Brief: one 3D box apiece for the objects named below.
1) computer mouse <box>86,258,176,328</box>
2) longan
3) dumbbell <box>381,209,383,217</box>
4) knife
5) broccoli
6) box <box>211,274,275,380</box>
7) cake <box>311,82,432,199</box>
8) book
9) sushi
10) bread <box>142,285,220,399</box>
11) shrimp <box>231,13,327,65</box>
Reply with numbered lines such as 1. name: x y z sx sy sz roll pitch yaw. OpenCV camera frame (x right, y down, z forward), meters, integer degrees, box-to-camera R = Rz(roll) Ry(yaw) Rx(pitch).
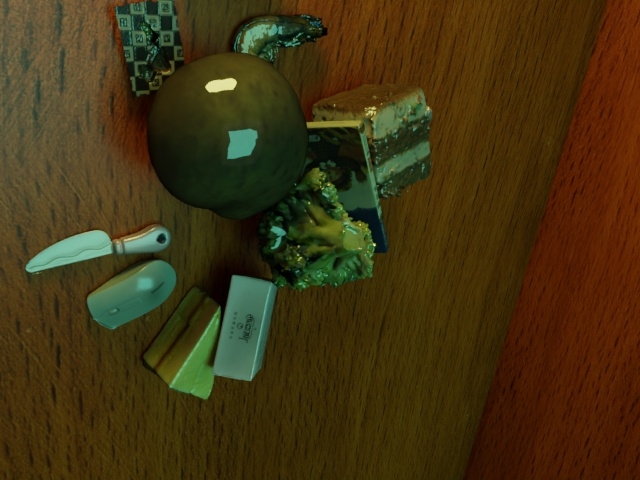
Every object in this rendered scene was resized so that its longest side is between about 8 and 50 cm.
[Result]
1. computer mouse: -0.477 0.137 1.373 0.231 0.079 0.127 -39 129 -16
2. longan: -0.206 -0.234 1.232 0.404 0.337 0.404 -43 145 -40
3. dumbbell: 0.090 -0.069 1.665 0.100 0.191 0.100 -22 117 -56
4. knife: -0.526 0.013 1.291 0.336 0.043 0.081 -13 113 -34
5. broccoli: 0.004 0.011 1.393 0.348 0.281 0.293 41 67 -17
6. box: -0.207 0.237 1.516 0.203 0.116 0.273 78 23 -87
7. cake: 0.149 -0.295 1.566 0.256 0.282 0.290 -31 125 -35
8. book: 0.019 -0.140 1.521 0.039 0.300 0.427 -61 145 -43
9. sushi: -0.379 -0.434 1.197 0.139 0.031 0.200 -24 129 -31
10. bread: -0.340 0.290 1.503 0.264 0.168 0.163 -56 138 -6
11. shrimp: -0.096 -0.479 1.402 0.291 0.054 0.222 -24 124 -26
